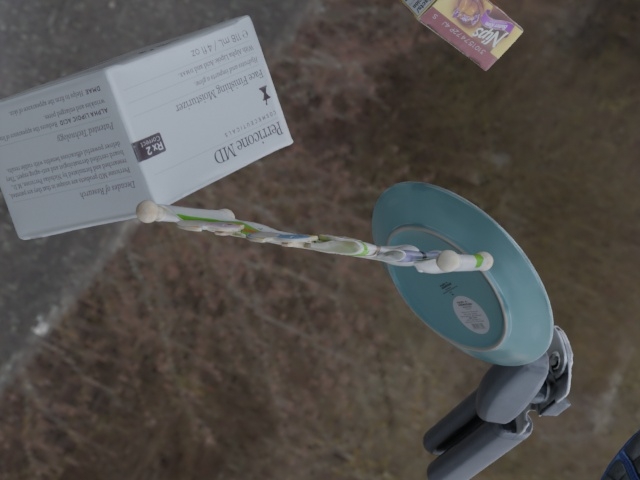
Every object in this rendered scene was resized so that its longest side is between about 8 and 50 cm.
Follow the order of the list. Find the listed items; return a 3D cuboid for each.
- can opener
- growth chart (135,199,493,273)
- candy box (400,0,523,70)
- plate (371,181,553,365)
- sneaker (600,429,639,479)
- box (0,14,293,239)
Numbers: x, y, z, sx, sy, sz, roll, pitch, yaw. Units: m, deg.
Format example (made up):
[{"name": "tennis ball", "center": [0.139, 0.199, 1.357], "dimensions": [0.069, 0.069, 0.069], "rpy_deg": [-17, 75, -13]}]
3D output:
[{"name": "can opener", "center": [0.165, 0.173, 1.466], "dimensions": [0.283, 0.095, 0.076], "rpy_deg": [129, -38, -51]}, {"name": "growth chart", "center": [0.000, 0.000, 1.025], "dimensions": [0.172, 0.237, 0.021], "rpy_deg": [2, 97, -79]}, {"name": "candy box", "center": [0.083, -0.233, 1.229], "dimensions": [0.053, 0.187, 0.109], "rpy_deg": [-46, 141, 14]}, {"name": "plate", "center": [0.108, 0.035, 1.177], "dimensions": [0.024, 0.188, 0.188], "rpy_deg": [-41, 152, -29]}, {"name": "sneaker", "center": [0.240, 0.122, 0.816], "dimensions": [0.221, 0.083, 0.087], "rpy_deg": [-27, 158, -22]}, {"name": "box", "center": [-0.156, -0.094, 1.200], "dimensions": [0.181, 0.182, 0.119], "rpy_deg": [-31, 106, -47]}]
